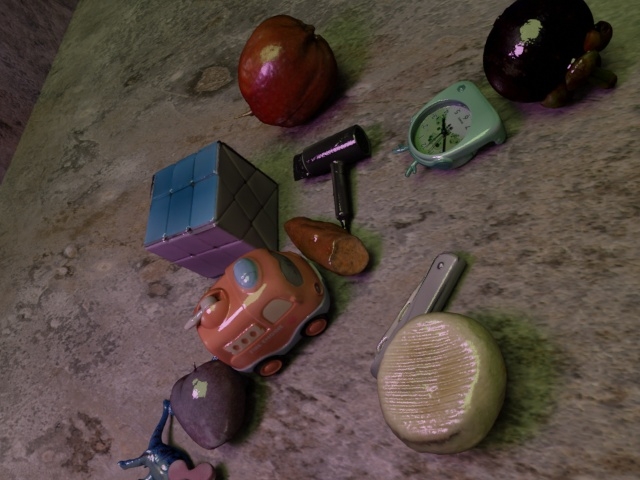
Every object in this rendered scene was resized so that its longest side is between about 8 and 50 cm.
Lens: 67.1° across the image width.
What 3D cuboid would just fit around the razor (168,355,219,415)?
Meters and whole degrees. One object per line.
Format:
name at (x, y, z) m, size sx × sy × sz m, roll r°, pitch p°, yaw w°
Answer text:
razor at (-0.263, 0.304, 1.108) m, size 0.082 × 0.042 × 0.253 m, roll 40°, pitch 96°, yaw 5°

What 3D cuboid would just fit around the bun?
bun at (0.196, 0.223, 0.759) m, size 0.222 × 0.127 × 0.222 m, roll -20°, pitch 61°, yaw 42°

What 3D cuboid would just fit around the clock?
clock at (0.247, -0.211, 0.970) m, size 0.211 × 0.066 × 0.159 m, roll -32°, pitch 52°, yaw 20°

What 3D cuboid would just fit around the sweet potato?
sweet potato at (0.000, 0.000, 1.029) m, size 0.251 × 0.097 × 0.097 m, roll 31°, pitch 88°, yaw 45°

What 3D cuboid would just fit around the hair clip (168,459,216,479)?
hair clip at (-0.218, 0.518, 0.922) m, size 0.257 × 0.075 × 0.146 m, roll 24°, pitch 53°, yaw 28°

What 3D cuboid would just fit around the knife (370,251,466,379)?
knife at (0.171, 0.137, 0.869) m, size 0.073 × 0.040 × 0.265 m, roll 30°, pitch 87°, yaw 52°

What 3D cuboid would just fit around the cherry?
cherry at (-0.225, 0.333, 1.001) m, size 0.176 × 0.140 × 0.176 m, roll 5°, pitch 99°, yaw 31°

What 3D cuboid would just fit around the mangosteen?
mangosteen at (0.404, -0.324, 0.847) m, size 0.230 × 0.194 × 0.194 m, roll 41°, pitch 95°, yaw 15°

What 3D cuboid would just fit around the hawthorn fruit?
hawthorn fruit at (-0.082, -0.417, 1.207) m, size 0.258 × 0.258 × 0.262 m, roll 39°, pitch 130°, yaw 42°

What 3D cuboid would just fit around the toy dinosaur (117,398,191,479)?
toy dinosaur at (-0.339, 0.502, 1.038) m, size 0.144 × 0.076 × 0.329 m, roll -28°, pitch 45°, yaw -18°

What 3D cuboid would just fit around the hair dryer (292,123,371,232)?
hair dryer at (0.022, -0.119, 1.095) m, size 0.195 × 0.078 × 0.248 m, roll -19°, pitch 63°, yaw 30°

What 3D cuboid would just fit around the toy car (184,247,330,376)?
toy car at (-0.129, 0.130, 0.972) m, size 0.270 × 0.212 × 0.180 m, roll -42°, pitch 49°, yaw 6°

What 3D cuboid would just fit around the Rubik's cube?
Rubik's cube at (-0.255, -0.062, 1.162) m, size 0.224 × 0.221 × 0.231 m, roll -19°, pitch 58°, yaw 28°
